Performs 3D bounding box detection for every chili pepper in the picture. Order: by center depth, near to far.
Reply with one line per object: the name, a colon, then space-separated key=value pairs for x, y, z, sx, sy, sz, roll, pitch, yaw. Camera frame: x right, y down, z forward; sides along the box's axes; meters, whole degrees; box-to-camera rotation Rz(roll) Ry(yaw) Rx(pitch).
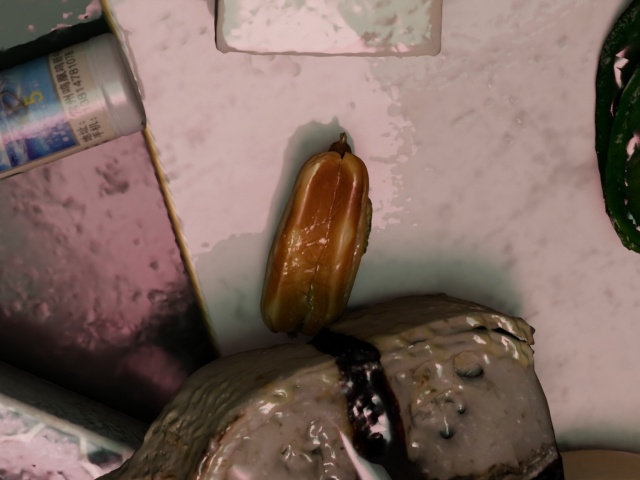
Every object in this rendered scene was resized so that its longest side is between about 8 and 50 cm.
chili pepper: x=0.247 y=-0.119 z=0.923 sx=0.279 sy=0.065 sz=0.122 roll=-44 pitch=117 yaw=10

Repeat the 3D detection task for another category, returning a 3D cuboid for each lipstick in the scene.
lipstick: x=-0.209 y=0.101 z=0.934 sx=0.289 sy=0.076 sz=0.077 roll=24 pitch=96 yaw=-16

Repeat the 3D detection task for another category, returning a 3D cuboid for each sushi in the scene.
sushi: x=0.008 y=0.089 z=0.916 sx=0.273 sy=0.134 sz=0.109 roll=1 pitch=105 yaw=-14

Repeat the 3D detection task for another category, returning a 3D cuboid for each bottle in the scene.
bottle: x=-0.204 y=-0.051 z=0.893 sx=0.217 sy=0.060 sz=0.060 roll=-21 pitch=110 yaw=1

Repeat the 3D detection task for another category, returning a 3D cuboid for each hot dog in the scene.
hot dog: x=0.000 y=0.000 z=0.948 sx=0.056 sy=0.041 sz=0.133 roll=11 pitch=114 yaw=-10

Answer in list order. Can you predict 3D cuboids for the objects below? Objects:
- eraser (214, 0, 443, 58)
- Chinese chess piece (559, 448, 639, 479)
eraser: x=0.006 y=-0.238 z=0.842 sx=0.124 sy=0.081 sz=0.279 roll=0 pitch=108 yaw=-6
Chinese chess piece: x=0.167 y=0.261 z=1.020 sx=0.273 sy=0.102 sz=0.273 roll=-2 pitch=107 yaw=-7
